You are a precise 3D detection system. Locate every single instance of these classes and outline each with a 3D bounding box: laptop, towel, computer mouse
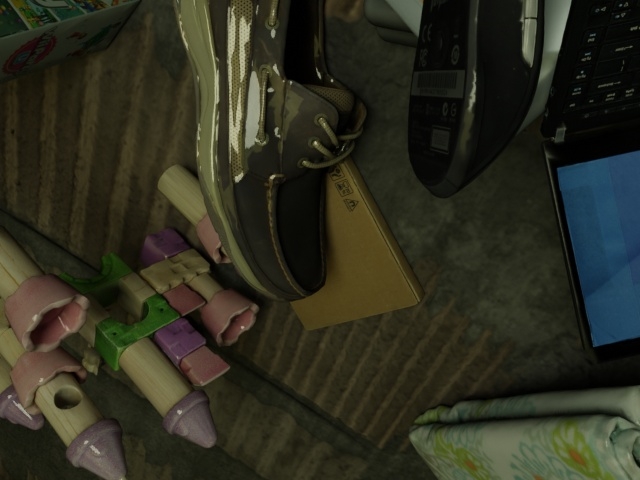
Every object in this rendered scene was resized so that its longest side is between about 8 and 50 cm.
[{"bbox_3d":[0.268,-0.067,0.377,0.234,0.137,0.264,-12,144,-2],"label":"laptop"},{"bbox_3d":[0.265,0.283,0.604,0.320,0.090,0.374,54,156,4],"label":"towel"},{"bbox_3d":[0.109,-0.149,0.346,0.060,0.184,0.262,1,98,-13],"label":"computer mouse"}]

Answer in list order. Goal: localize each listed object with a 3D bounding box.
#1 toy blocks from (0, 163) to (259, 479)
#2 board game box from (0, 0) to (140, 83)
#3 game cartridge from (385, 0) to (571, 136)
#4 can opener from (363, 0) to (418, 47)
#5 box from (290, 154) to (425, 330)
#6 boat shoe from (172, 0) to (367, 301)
[{"bbox_3d":[-0.186,0.129,0.713,0.260,0.288,0.309,41,132,20],"label":"toy blocks"},{"bbox_3d":[-0.353,-0.251,0.593,0.097,0.303,0.224,-34,98,39],"label":"board game box"},{"bbox_3d":[0.107,-0.245,0.437,0.297,0.062,0.198,51,120,9],"label":"game cartridge"},{"bbox_3d":[0.177,-0.179,0.494,0.283,0.076,0.095,18,93,21],"label":"can opener"},{"bbox_3d":[0.000,0.000,0.722,0.164,0.021,0.201,-19,107,37],"label":"box"},{"bbox_3d":[-0.034,-0.109,0.589,0.130,0.132,0.355,-3,109,25],"label":"boat shoe"}]
